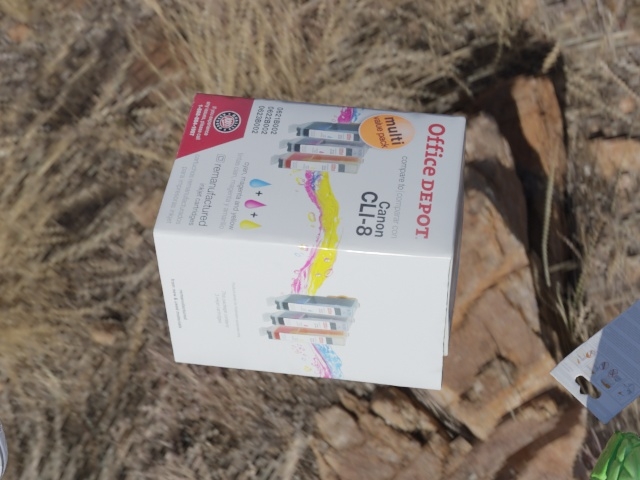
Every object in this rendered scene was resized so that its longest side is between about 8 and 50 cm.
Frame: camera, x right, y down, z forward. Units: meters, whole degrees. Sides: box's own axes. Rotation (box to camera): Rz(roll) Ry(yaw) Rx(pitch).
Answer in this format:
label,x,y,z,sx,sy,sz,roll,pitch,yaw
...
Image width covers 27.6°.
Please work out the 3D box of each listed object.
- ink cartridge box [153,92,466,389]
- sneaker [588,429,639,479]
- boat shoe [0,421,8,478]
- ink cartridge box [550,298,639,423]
label,x,y,z,sx,sy,sz,roll,pitch,yaw
ink cartridge box,0.000,0.000,0.814,0.176,0.127,0.128,5,47,6
sneaker,0.417,0.345,1.563,0.202,0.483,0.185,20,87,19
boat shoe,-0.249,0.085,0.695,0.080,0.228,0.076,-29,38,4
ink cartridge box,0.411,0.161,1.701,0.179,0.045,0.145,-40,32,-2
